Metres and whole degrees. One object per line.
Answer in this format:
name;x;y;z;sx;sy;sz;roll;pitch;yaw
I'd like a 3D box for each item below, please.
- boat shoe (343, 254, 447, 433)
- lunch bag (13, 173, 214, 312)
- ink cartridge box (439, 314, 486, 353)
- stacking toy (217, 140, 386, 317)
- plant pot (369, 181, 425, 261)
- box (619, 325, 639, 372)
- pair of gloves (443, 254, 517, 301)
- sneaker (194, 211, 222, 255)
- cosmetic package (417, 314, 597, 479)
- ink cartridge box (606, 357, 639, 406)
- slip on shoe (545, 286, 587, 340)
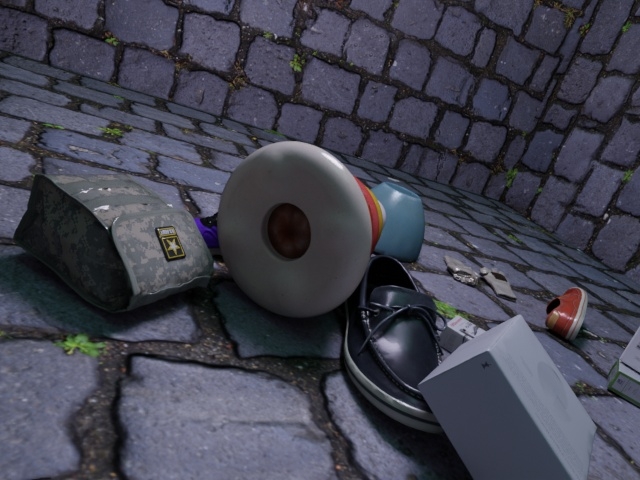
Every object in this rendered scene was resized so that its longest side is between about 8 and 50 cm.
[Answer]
boat shoe;0.147;0.173;1.026;0.187;0.155;0.500;19;20;-11
lunch bag;-0.354;0.003;0.949;0.287;0.168;0.235;34;18;14
ink cartridge box;0.353;0.240;1.207;0.135;0.056;0.099;30;21;25
stacking toy;0.036;-0.046;1.184;0.351;0.350;0.480;29;22;23
plant pot;0.237;-0.084;1.756;0.291;0.195;0.290;22;16;-7
box;0.896;0.276;1.293;0.119;0.180;0.182;6;23;-41
pair of gloves;0.547;0.119;1.783;0.240;0.042;0.204;20;19;0
sneaker;-0.216;-0.036;1.227;0.294;0.146;0.102;15;19;-19
cosmetic package;0.300;0.266;0.818;0.225;0.138;0.224;-9;65;-59
ink cartridge box;0.840;0.390;1.300;0.209;0.062;0.109;30;19;24
slip on shoe;0.781;0.217;1.654;0.101;0.122;0.331;24;23;22
